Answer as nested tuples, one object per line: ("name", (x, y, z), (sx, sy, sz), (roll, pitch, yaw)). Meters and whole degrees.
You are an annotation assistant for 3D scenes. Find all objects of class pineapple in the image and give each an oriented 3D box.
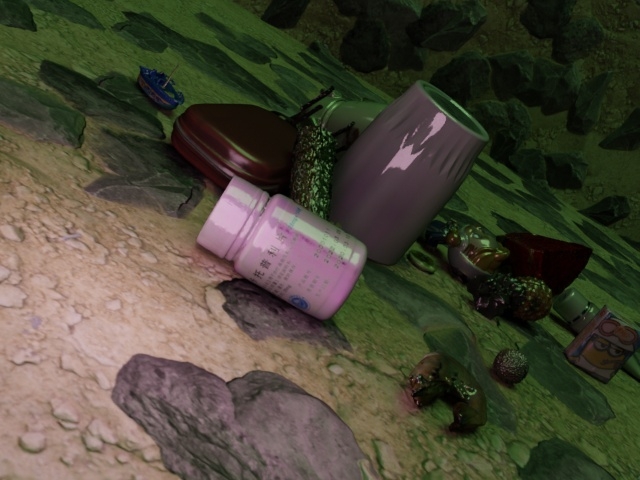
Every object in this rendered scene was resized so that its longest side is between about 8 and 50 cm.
("pineapple", (0.447, 0.131, 1.812), (0.237, 0.111, 0.119), (12, 13, -34))

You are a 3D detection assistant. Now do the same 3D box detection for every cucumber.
("cucumber", (-0.021, -0.077, 1.487), (0.096, 0.096, 0.359), (25, 45, -21))

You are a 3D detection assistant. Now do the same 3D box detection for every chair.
("chair", (-0.035, -0.268, 1.882), (0.174, 0.213, 0.149), (55, 30, -22))

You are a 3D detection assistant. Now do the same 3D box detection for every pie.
("pie", (0.242, 0.050, 1.813), (0.085, 0.017, 0.085), (28, 20, -11))

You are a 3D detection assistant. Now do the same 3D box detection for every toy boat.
("toy boat", (-0.351, -0.366, 1.751), (0.091, 0.110, 0.175), (11, 31, -45))

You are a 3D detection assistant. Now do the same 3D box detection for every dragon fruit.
("dragon fruit", (0.601, 0.069, 2.164), (0.317, 0.152, 0.205), (-2, 19, -45))

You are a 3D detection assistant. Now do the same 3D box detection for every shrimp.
("shrimp", (0.206, 0.253, 1.233), (0.145, 0.059, 0.254), (47, 17, 8))

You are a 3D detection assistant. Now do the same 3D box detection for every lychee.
("lychee", (0.371, 0.245, 1.491), (0.067, 0.068, 0.083), (-6, -8, 44))

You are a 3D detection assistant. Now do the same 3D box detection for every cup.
("cup", (0.175, -0.144, 1.679), (0.253, 0.371, 0.253), (33, 24, -17))

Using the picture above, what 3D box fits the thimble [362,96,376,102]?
("thimble", (0.213, -0.324, 2.450), (0.271, 0.150, 0.271), (29, 21, -12))

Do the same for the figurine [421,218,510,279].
("figurine", (0.334, 0.005, 1.919), (0.274, 0.133, 0.194), (26, 15, 11))

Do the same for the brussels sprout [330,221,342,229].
("brussels sprout", (0.000, 0.000, 1.513), (0.085, 0.058, 0.085), (12, 58, -20))

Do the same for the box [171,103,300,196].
("box", (-0.150, -0.197, 1.660), (0.263, 0.108, 0.404), (39, 21, 13))

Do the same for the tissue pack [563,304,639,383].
("tissue pack", (0.673, 0.246, 1.806), (0.116, 0.155, 0.065), (31, 21, -8))

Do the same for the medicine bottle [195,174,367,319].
("medicine bottle", (-0.063, 0.011, 1.246), (0.255, 0.152, 0.152), (29, 20, -8))

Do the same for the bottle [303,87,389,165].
("bottle", (0.090, -0.271, 2.039), (0.352, 0.229, 0.229), (21, 12, 30))

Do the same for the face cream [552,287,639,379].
("face cream", (0.760, 0.255, 2.035), (0.314, 0.089, 0.143), (42, 19, 1))
